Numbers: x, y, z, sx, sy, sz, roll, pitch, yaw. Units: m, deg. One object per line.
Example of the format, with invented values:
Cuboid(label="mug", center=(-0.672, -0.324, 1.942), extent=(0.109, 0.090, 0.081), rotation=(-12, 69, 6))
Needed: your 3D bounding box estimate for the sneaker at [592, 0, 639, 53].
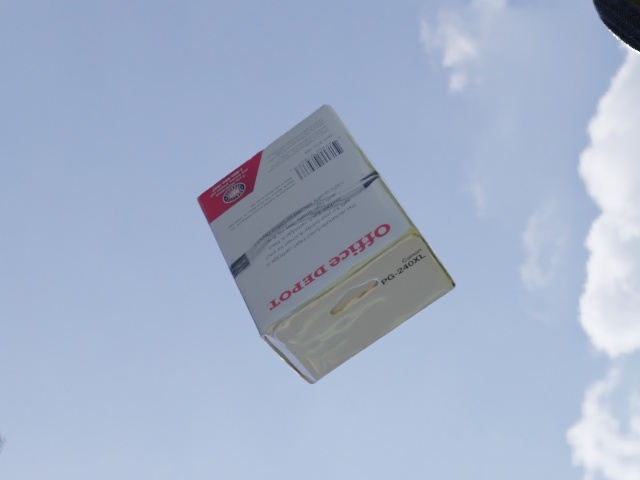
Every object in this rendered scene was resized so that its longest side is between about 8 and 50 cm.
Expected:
Cuboid(label="sneaker", center=(0.373, -0.200, 0.990), extent=(0.162, 0.281, 0.106), rotation=(-34, -48, -44))

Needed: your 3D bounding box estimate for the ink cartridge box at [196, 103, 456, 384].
Cuboid(label="ink cartridge box", center=(0.000, 0.000, 0.762), extent=(0.109, 0.150, 0.063), rotation=(-35, -49, 4))

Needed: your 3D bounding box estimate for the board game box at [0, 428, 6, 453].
Cuboid(label="board game box", center=(-0.403, 0.226, 1.055), extent=(0.308, 0.086, 0.302), rotation=(89, -162, -55))
